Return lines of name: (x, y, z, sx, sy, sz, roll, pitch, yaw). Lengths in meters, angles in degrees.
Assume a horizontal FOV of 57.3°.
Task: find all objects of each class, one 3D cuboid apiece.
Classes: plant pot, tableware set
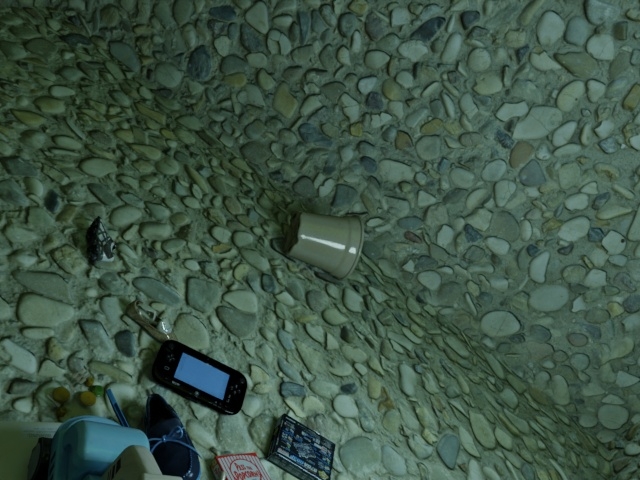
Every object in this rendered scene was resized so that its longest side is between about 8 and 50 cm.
plant pot: (0.000, 0.000, 2.820, 0.305, 0.334, 0.334, 15, 34, -20)
tableware set: (-0.670, 0.426, 1.609, 0.104, 0.024, 0.154, 43, 26, 0)

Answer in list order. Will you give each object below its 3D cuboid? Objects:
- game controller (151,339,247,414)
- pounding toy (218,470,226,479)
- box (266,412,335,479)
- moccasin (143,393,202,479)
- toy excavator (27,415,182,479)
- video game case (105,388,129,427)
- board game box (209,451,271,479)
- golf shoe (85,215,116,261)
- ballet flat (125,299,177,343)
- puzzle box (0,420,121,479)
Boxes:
game controller: (-0.385, 0.443, 1.886, 0.319, 0.067, 0.166, 30, 28, -16)
pounding toy: (-0.332, 0.693, 1.469, 0.183, 0.236, 0.110, -86, 157, -45)
box: (-0.059, 0.693, 1.923, 0.220, 0.051, 0.175, 34, 27, -10)
moccasin: (-0.417, 0.527, 1.544, 0.137, 0.117, 0.342, -25, 27, -23)
toy excavator: (-0.434, 0.488, 1.195, 0.222, 0.445, 0.433, 21, 27, -30)
video game case: (-0.509, 0.477, 1.520, 0.015, 0.119, 0.166, -25, 61, -26)
board game box: (-0.212, 0.701, 1.681, 0.146, 0.045, 0.193, 12, 23, -42)
golf shoe: (-0.778, 0.002, 2.084, 0.094, 0.077, 0.198, 29, 33, -42)
ballet flat: (-0.552, 0.270, 1.943, 0.206, 0.067, 0.073, 37, 26, -6)
puzzle box: (-0.643, 0.565, 1.391, 0.409, 0.052, 0.272, 17, 34, -37)
